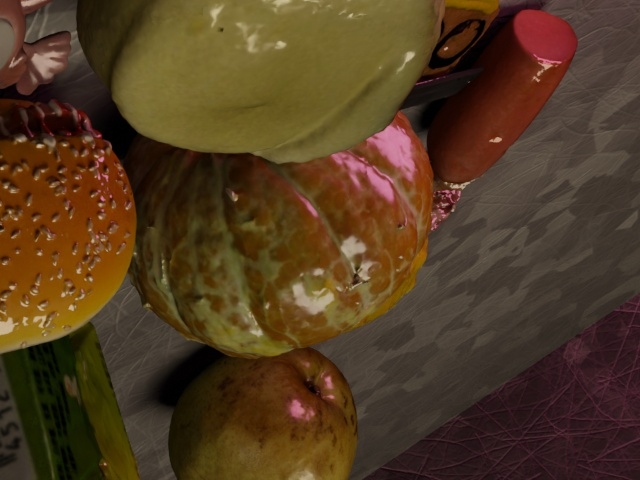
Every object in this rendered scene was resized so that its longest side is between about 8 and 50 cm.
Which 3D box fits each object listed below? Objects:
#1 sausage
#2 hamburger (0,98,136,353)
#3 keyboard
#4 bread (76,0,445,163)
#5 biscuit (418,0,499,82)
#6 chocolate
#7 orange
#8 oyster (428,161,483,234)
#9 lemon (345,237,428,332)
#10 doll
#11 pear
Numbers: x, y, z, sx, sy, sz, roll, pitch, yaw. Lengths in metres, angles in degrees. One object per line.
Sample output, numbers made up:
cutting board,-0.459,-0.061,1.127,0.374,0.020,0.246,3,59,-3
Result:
sausage,0.218,-0.171,1.724,0.114,0.113,0.259,-13,151,-40
hamburger,-0.308,-0.008,1.210,0.295,0.227,0.151,-17,177,-38
keyboard,0.109,-0.172,1.612,0.202,0.011,0.067,-19,166,-39
bread,-0.045,-0.216,1.118,0.321,0.237,0.320,-15,147,-10
biscuit,0.110,-0.229,1.546,0.208,0.041,0.290,-7,147,-46
chocolate,-0.328,0.207,1.555,0.137,0.300,0.289,-21,159,6
orange,-0.048,-0.041,1.373,0.329,0.329,0.249,-32,136,-1
oyster,0.037,-0.006,1.880,0.396,0.111,0.204,-25,175,-21
lemon,0.000,0.000,1.630,0.288,0.233,0.233,-24,158,-40
doll,-0.304,-0.155,1.065,0.211,0.093,0.262,-48,152,20
pear,-0.082,0.295,2.101,0.304,0.304,0.304,-28,158,-12
